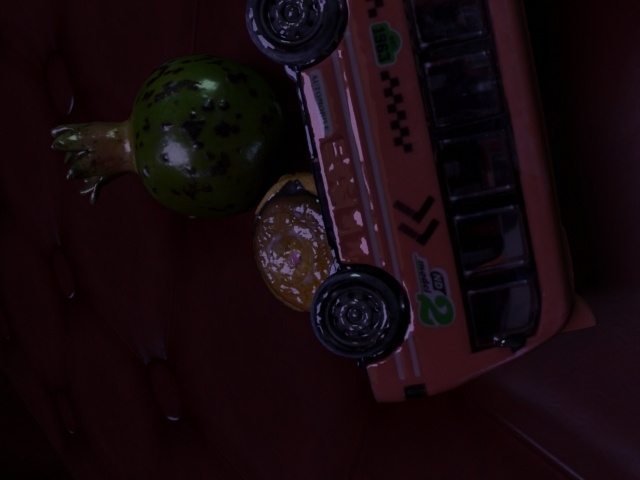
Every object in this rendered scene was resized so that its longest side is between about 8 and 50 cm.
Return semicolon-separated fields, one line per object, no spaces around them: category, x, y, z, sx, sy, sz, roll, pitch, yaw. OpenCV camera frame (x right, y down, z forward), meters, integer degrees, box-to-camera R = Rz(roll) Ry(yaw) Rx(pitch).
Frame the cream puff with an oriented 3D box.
cream puff;0.000;0.000;0.779;0.189;0.129;0.189;10;109;32

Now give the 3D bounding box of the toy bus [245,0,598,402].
toy bus;0.087;-0.089;0.573;0.232;0.203;0.427;-12;96;7

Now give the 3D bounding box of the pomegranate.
pomegranate;-0.179;-0.116;0.821;0.231;0.285;0.231;46;154;30
